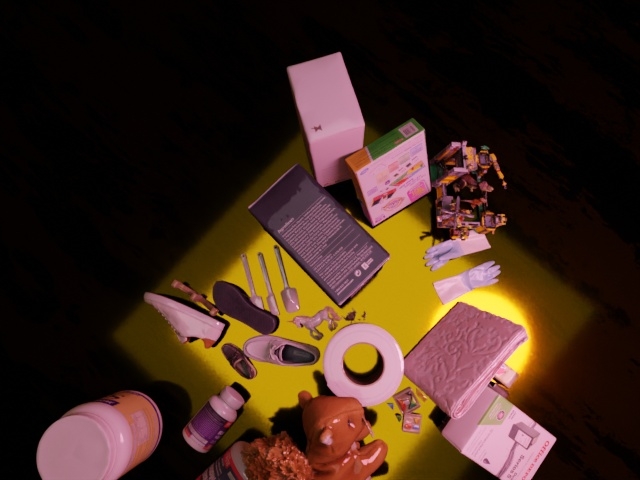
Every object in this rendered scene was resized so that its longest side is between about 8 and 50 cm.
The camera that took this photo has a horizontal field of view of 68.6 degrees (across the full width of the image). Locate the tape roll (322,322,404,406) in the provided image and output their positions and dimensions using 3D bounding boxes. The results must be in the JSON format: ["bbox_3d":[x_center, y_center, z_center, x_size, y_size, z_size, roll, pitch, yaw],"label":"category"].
[{"bbox_3d":[0.132,0.382,1.475,0.246,0.169,0.246,0,80,2],"label":"tape roll"}]

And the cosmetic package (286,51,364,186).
[{"bbox_3d":[0.023,-0.345,1.456,0.162,0.453,0.230,-17,81,1],"label":"cosmetic package"}]

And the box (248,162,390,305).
[{"bbox_3d":[0.000,0.000,1.482,0.212,0.293,0.395,-44,82,-5],"label":"box"}]

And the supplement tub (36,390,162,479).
[{"bbox_3d":[-0.644,0.593,1.402,0.241,0.331,0.240,0,81,3],"label":"supplement tub"}]

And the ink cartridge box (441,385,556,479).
[{"bbox_3d":[0.531,0.582,1.394,0.273,0.115,0.198,38,85,-17],"label":"ink cartridge box"}]

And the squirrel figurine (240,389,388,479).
[{"bbox_3d":[-0.010,0.606,1.286,0.397,0.281,0.370,-17,121,-10],"label":"squirrel figurine"}]

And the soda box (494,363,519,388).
[{"bbox_3d":[0.538,0.390,1.503,0.181,0.061,0.058,39,85,9],"label":"soda box"}]

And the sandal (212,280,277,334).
[{"bbox_3d":[-0.260,0.229,1.583,0.255,0.054,0.097,37,102,7],"label":"sandal"}]

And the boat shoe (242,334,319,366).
[{"bbox_3d":[-0.132,0.360,1.535,0.258,0.084,0.095,2,81,4],"label":"boat shoe"}]

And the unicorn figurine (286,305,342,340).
[{"bbox_3d":[-0.019,0.276,1.562,0.162,0.060,0.111,-32,79,-19],"label":"unicorn figurine"}]

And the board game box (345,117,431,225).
[{"bbox_3d":[0.225,-0.204,1.492,0.242,0.316,0.064,-31,57,-3],"label":"board game box"}]

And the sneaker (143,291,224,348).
[{"bbox_3d":[-0.474,0.269,1.559,0.290,0.106,0.123,25,80,6],"label":"sneaker"}]

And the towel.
[{"bbox_3d":[0.412,0.337,1.396,0.317,0.332,0.053,-45,104,-6],"label":"towel"}]

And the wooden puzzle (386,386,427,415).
[{"bbox_3d":[0.281,0.521,1.521,0.116,0.014,0.078,-35,80,-2],"label":"wooden puzzle"}]

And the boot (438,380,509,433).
[{"bbox_3d":[0.442,0.509,1.475,0.263,0.091,0.229,36,84,6],"label":"boot"}]

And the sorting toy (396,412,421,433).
[{"bbox_3d":[0.281,0.585,1.504,0.083,0.012,0.062,8,88,-1],"label":"sorting toy"}]

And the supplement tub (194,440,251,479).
[{"bbox_3d":[-0.287,0.770,1.423,0.272,0.191,0.191,-42,81,-4],"label":"supplement tub"}]

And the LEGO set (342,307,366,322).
[{"bbox_3d":[0.113,0.255,1.566,0.083,0.023,0.054,14,66,25],"label":"LEGO set"}]

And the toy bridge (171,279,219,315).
[{"bbox_3d":[-0.421,0.193,1.590,0.188,0.063,0.026,33,84,12],"label":"toy bridge"}]

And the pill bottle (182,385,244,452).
[{"bbox_3d":[-0.337,0.567,1.502,0.108,0.108,0.193,40,85,9],"label":"pill bottle"}]

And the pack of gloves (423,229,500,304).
[{"bbox_3d":[0.476,0.081,1.567,0.232,0.046,0.195,-23,79,0],"label":"pack of gloves"}]

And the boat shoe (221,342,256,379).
[{"bbox_3d":[-0.273,0.399,1.555,0.152,0.049,0.056,41,86,9],"label":"boat shoe"}]

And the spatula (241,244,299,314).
[{"bbox_3d":[-0.178,0.143,1.611,0.168,0.019,0.241,-17,79,6],"label":"spatula"}]

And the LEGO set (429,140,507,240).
[{"bbox_3d":[0.489,-0.174,1.506,0.255,0.192,0.331,9,77,-10],"label":"LEGO set"}]
